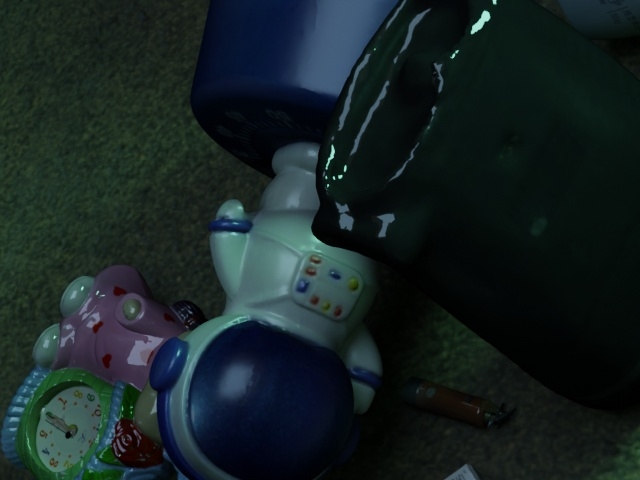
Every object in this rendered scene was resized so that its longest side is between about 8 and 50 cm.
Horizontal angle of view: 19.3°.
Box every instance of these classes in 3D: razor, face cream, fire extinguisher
[{"bbox_3d":[0.146,-0.022,1.220,0.113,0.349,0.204,18,80,44],"label":"razor"},{"bbox_3d":[0.229,-0.209,1.387,0.104,0.117,0.117,-21,60,27],"label":"face cream"},{"bbox_3d":[0.101,0.118,1.371,0.083,0.022,0.028,15,46,32],"label":"fire extinguisher"}]

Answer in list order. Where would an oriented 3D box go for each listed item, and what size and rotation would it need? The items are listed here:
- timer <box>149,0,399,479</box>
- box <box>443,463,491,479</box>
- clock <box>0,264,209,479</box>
[{"bbox_3d":[0.000,0.000,1.322,0.270,0.270,0.384,11,74,31],"label":"timer"},{"bbox_3d":[0.105,0.231,1.307,0.089,0.043,0.125,-36,57,10],"label":"box"},{"bbox_3d":[-0.133,0.135,1.444,0.195,0.100,0.194,25,86,36],"label":"clock"}]
